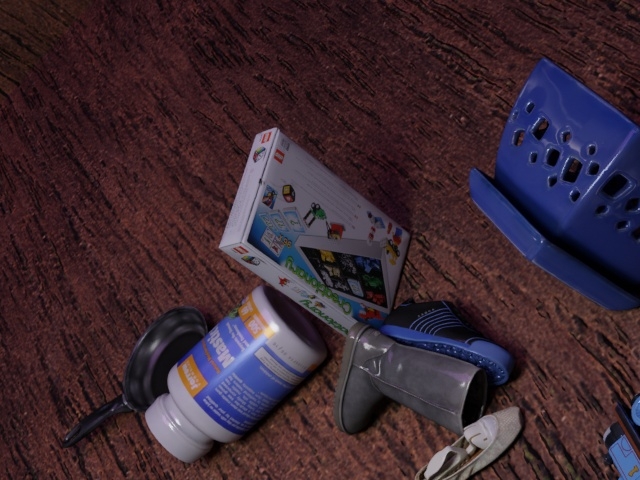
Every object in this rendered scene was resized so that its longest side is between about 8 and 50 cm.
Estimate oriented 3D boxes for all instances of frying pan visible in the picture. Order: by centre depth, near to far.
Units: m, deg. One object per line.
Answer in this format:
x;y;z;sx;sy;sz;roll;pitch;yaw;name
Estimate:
-0.289;0.255;2.297;0.326;0.053;0.197;-56;37;-3;frying pan

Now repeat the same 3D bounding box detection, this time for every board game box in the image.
0.000;0.000;1.990;0.053;0.305;0.193;-12;51;43;board game box

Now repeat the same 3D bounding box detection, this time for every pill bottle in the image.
-0.134;0.209;2.087;0.272;0.152;0.152;-43;37;10;pill bottle

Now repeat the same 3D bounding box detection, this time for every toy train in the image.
0.383;0.255;1.563;0.105;0.080;0.184;-45;37;18;toy train

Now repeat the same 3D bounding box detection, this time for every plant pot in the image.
0.344;-0.059;1.746;0.212;0.236;0.236;-52;35;11;plant pot

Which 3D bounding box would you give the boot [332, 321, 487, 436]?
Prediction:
0.122;0.217;1.868;0.209;0.189;0.076;21;33;27;boot

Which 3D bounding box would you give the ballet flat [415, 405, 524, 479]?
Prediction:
0.191;0.271;1.772;0.168;0.052;0.057;-45;37;8;ballet flat

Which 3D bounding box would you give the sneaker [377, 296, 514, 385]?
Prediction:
0.179;0.129;1.881;0.232;0.081;0.090;13;53;43;sneaker
